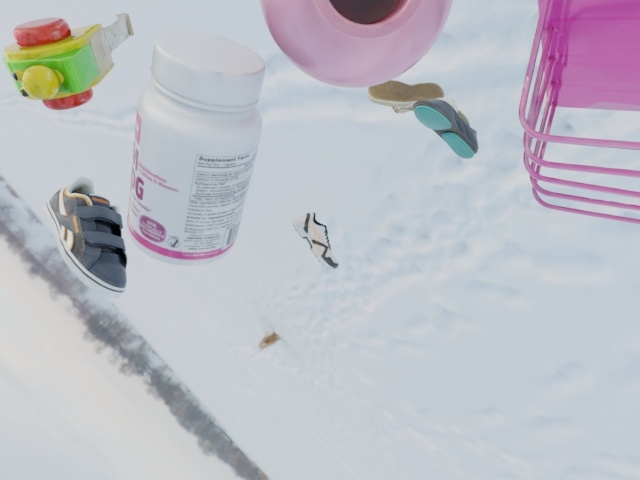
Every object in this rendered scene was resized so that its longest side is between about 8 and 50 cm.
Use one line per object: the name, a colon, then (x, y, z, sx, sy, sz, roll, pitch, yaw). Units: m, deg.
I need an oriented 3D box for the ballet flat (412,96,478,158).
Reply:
ballet flat: (0.251, -0.237, 1.027, 0.203, 0.074, 0.074, 30, 174, -39)

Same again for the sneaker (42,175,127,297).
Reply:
sneaker: (-0.508, -0.020, 1.160, 0.321, 0.127, 0.126, 47, -171, 25)

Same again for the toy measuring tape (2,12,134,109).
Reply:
toy measuring tape: (-0.365, -0.274, 0.755, 0.330, 0.121, 0.121, -96, -17, -55)

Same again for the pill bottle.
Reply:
pill bottle: (-0.169, -0.119, 0.706, 0.160, 0.160, 0.283, 38, 128, 25)

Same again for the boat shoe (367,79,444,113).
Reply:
boat shoe: (0.174, -0.293, 1.091, 0.059, 0.170, 0.063, 115, 149, -57)

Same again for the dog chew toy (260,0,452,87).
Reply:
dog chew toy: (0.030, -0.295, 0.628, 0.207, 0.206, 0.332, 56, -174, -18)

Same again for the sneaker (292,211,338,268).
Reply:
sneaker: (0.000, 0.000, 0.878, 0.109, 0.043, 0.040, 53, -172, -7)

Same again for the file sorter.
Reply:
file sorter: (0.346, -0.141, 0.595, 0.202, 0.182, 0.290, 12, 175, 27)
